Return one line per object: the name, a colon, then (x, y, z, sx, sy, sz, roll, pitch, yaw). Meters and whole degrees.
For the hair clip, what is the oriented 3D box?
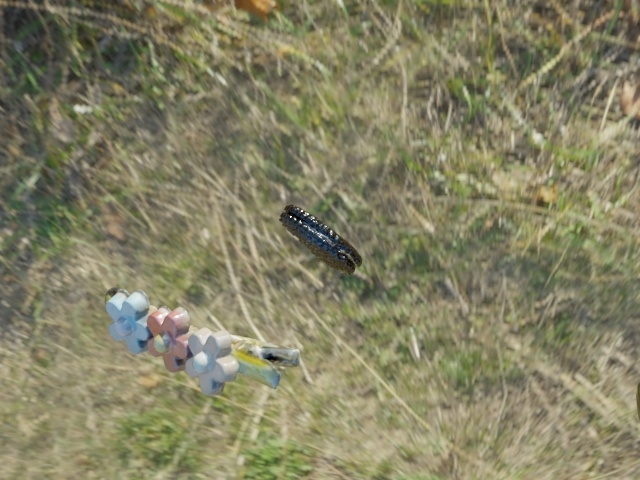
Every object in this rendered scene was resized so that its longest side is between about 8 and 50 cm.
hair clip: (-0.115, 0.085, 1.126, 0.214, 0.056, 0.062, 15, 115, 31)

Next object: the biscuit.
biscuit: (0.000, 0.000, 1.279, 0.089, 0.087, 0.027, 36, 83, 12)

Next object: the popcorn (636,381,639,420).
popcorn: (0.463, 0.146, 1.377, 0.270, 0.258, 0.224, -26, 112, 1)
